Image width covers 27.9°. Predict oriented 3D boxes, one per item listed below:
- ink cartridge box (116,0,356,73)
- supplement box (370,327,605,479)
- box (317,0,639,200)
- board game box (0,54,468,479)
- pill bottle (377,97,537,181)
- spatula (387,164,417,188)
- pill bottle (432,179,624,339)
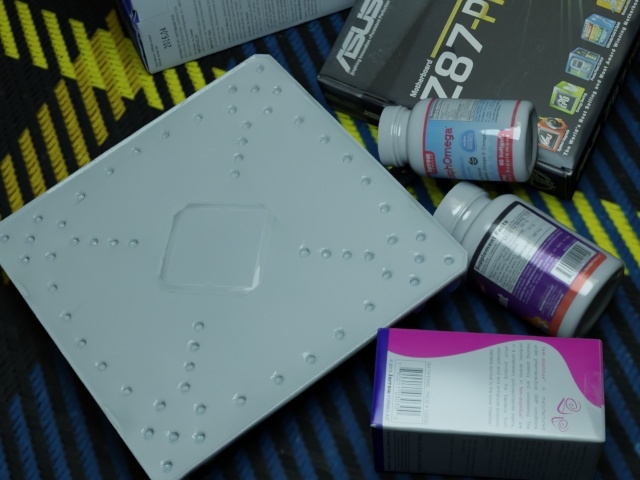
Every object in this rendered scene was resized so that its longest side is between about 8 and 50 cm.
[{"bbox_3d":[-0.124,-0.370,1.531,0.395,0.270,0.151,-22,57,-10],"label":"ink cartridge box"},{"bbox_3d":[0.164,0.164,1.271,0.220,0.114,0.111,3,57,7],"label":"supplement box"},{"bbox_3d":[0.224,-0.283,1.505,0.318,0.097,0.395,24,79,18],"label":"box"},{"bbox_3d":[-0.106,0.019,1.385,0.390,0.050,0.390,-35,58,-12],"label":"board game box"},{"bbox_3d":[0.147,-0.109,1.375,0.160,0.087,0.087,3,57,19],"label":"pill bottle"},{"bbox_3d":[0.000,0.000,1.432,0.296,0.030,0.084,-39,61,-19],"label":"spatula"},{"bbox_3d":[0.212,0.018,1.362,0.193,0.108,0.108,34,66,22],"label":"pill bottle"}]
